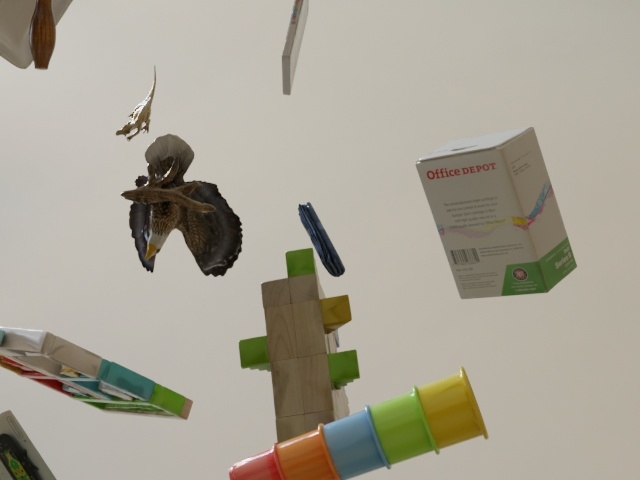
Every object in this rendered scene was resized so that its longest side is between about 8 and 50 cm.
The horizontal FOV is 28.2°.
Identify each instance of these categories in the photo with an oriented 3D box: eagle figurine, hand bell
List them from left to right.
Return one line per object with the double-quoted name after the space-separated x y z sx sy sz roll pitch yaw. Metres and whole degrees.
-0.408 -0.372 1.876 0.126 0.126 0.242 -4 -97 63 "hand bell"
-0.302 -0.047 2.596 0.226 0.225 0.298 52 -5 20 "eagle figurine"

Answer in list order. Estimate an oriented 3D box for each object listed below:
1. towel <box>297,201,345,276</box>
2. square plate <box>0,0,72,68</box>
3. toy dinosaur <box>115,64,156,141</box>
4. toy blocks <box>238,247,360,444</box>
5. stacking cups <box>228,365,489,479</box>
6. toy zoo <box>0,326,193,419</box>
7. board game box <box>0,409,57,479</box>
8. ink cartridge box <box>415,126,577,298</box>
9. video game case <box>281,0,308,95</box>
0.000 0.000 1.992 0.119 0.029 0.067 62 0 33 "towel"
-0.536 -0.515 2.092 0.347 0.344 0.049 35 -8 -17 "square plate"
-0.360 -0.261 2.588 0.053 0.183 0.092 27 -33 -5 "toy dinosaur"
-0.016 0.243 2.173 0.261 0.190 0.381 69 12 -63 "toy blocks"
0.043 0.247 1.568 0.096 0.316 0.096 -19 90 -83 "stacking cups"
-0.333 0.168 1.663 0.192 0.030 0.293 -4 -28 46 "toy zoo"
-0.478 0.377 1.647 0.224 0.303 0.097 52 -51 15 "board game box"
0.240 -0.036 1.749 0.154 0.093 0.212 -8 -71 45 "ink cartridge box"
-0.029 -0.246 1.519 0.011 0.122 0.087 9 -24 4 "video game case"
